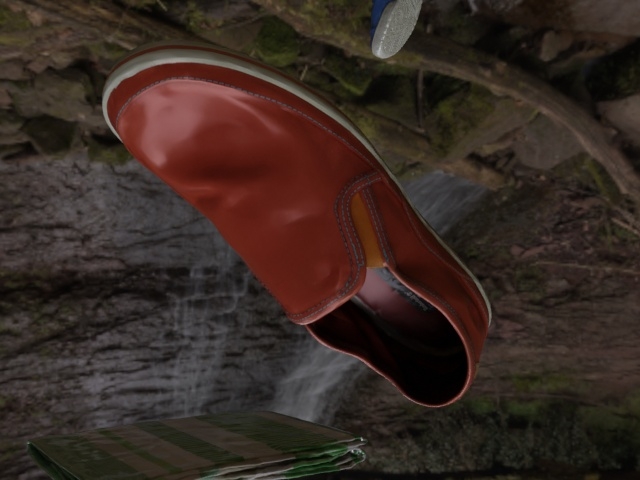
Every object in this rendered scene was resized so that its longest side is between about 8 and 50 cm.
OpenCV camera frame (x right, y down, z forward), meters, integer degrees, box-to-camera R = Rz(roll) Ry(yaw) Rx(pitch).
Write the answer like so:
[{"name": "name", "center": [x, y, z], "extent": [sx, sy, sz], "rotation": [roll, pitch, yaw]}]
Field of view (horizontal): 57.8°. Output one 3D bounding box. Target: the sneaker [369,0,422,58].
[{"name": "sneaker", "center": [0.070, -0.289, 0.655], "extent": [0.085, 0.152, 0.058], "rotation": [29, -159, 32]}]

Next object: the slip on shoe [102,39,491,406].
[{"name": "slip on shoe", "center": [0.000, 0.000, 0.388], "extent": [0.123, 0.331, 0.101], "rotation": [-34, -154, 32]}]

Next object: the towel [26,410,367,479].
[{"name": "towel", "center": [-0.140, 0.247, 0.682], "extent": [0.325, 0.038, 0.248], "rotation": [5, 174, -38]}]
